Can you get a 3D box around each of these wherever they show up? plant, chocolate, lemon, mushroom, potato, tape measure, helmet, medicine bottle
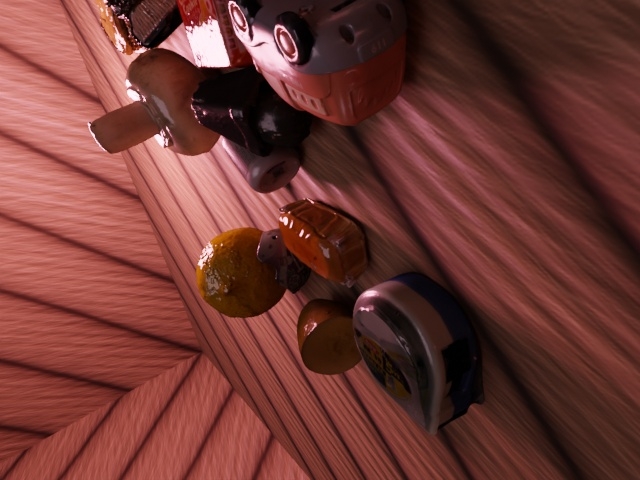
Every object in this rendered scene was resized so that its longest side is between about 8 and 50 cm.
[{"bbox_3d":[-0.135,-0.271,1.181,0.256,0.142,0.164,18,156,19],"label":"plant"},{"bbox_3d":[-0.214,-0.480,1.213,0.237,0.108,0.235,29,138,54],"label":"chocolate"},{"bbox_3d":[-0.213,0.089,1.614,0.258,0.258,0.310,61,-163,3],"label":"lemon"},{"bbox_3d":[-0.443,-0.337,1.542,0.314,0.336,0.314,55,168,18],"label":"mushroom"},{"bbox_3d":[0.012,0.219,1.443,0.203,0.178,0.158,51,-174,-44],"label":"potato"},{"bbox_3d":[0.176,0.201,1.100,0.259,0.138,0.262,37,145,43],"label":"tape measure"},{"bbox_3d":[-0.075,0.038,1.467,0.177,0.107,0.153,53,-167,-17],"label":"helmet"},{"bbox_3d":[-0.153,-0.226,1.319,0.215,0.135,0.135,53,155,20],"label":"medicine bottle"}]

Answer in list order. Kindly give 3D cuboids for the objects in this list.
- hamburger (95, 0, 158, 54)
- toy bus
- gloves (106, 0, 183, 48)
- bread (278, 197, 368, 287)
[{"bbox_3d":[-0.580,-0.683,1.693,0.259,0.144,0.283,95,150,-51],"label":"hamburger"},{"bbox_3d":[0.008,-0.298,0.879,0.287,0.194,0.232,39,160,41],"label":"toy bus"},{"bbox_3d":[-0.467,-0.658,1.463,0.312,0.135,0.210,50,122,14],"label":"gloves"},{"bbox_3d":[0.000,0.000,1.286,0.241,0.107,0.136,33,146,49],"label":"bread"}]
